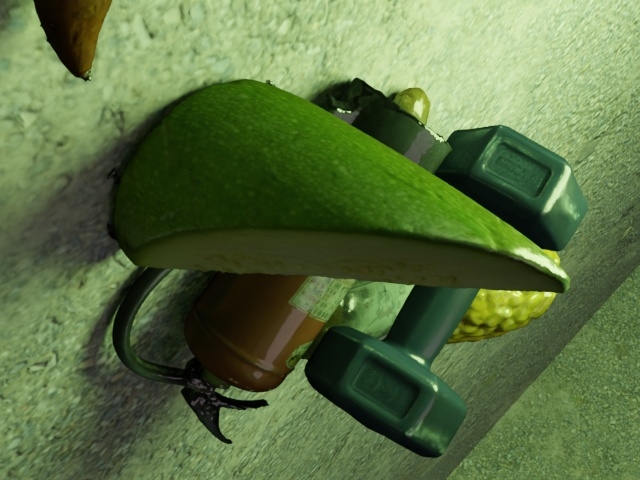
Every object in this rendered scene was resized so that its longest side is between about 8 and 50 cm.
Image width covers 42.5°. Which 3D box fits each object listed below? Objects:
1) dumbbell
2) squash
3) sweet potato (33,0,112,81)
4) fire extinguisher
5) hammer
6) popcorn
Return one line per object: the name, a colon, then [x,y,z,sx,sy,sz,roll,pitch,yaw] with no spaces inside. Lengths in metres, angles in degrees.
dumbbell: [0.126,0.045,0.808,0.316,0.143,0.156,-57,140,-8]
squash: [0.000,0.000,0.578,0.203,0.288,0.111,-47,156,-10]
sweet potato: [-0.121,-0.193,0.391,0.057,0.057,0.264,-29,144,-38]
fire extinguisher: [-0.055,0.017,0.765,0.200,0.113,0.376,31,99,-22]
hammer: [0.058,-0.020,0.892,0.202,0.113,0.305,-15,129,-56]
popcorn: [0.213,0.059,1.126,0.226,0.200,0.203,-47,149,-2]
